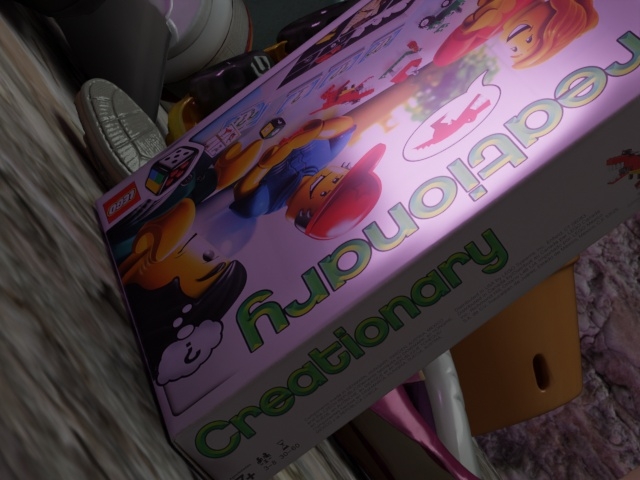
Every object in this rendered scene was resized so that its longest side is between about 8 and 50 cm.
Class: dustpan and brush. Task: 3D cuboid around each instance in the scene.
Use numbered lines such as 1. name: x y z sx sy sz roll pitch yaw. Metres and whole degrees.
1. dustpan and brush: -0.150 -0.179 0.893 0.211 0.060 0.147 47 -29 15

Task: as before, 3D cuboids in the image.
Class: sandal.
1. sandal: 0.065 0.112 1.198 0.416 0.102 0.169 -102 175 -58

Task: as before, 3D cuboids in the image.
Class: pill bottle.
1. pill bottle: -0.125 -0.179 1.057 0.121 0.121 0.221 56 3 3

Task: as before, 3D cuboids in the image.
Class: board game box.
1. board game box: 0.048 -0.046 0.580 0.053 0.305 0.193 50 5 -35

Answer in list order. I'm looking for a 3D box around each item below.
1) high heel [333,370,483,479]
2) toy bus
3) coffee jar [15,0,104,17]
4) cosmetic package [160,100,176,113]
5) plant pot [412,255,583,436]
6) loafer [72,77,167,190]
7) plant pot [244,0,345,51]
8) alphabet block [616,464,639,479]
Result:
1. high heel: 0.063 0.172 0.911 0.117 0.082 0.244 -9 76 -56
2. toy bus: -0.044 -0.086 1.041 0.211 0.220 0.149 4 -60 55
3. coffee jar: -0.185 -0.210 0.752 0.096 0.079 0.184 31 -16 43
4. cosmetic package: -0.141 -0.170 1.312 0.041 0.060 0.115 53 3 -42
5. plant pot: 0.168 0.102 1.500 0.291 0.290 0.204 -5 77 -87
6. loafer: -0.098 -0.029 0.724 0.125 0.039 0.045 53 36 5
7. plant pot: -0.062 -0.211 1.475 0.248 0.247 0.252 48 26 -71
8. alphabet block: 0.265 0.326 1.064 0.193 0.197 0.192 54 3 -39
